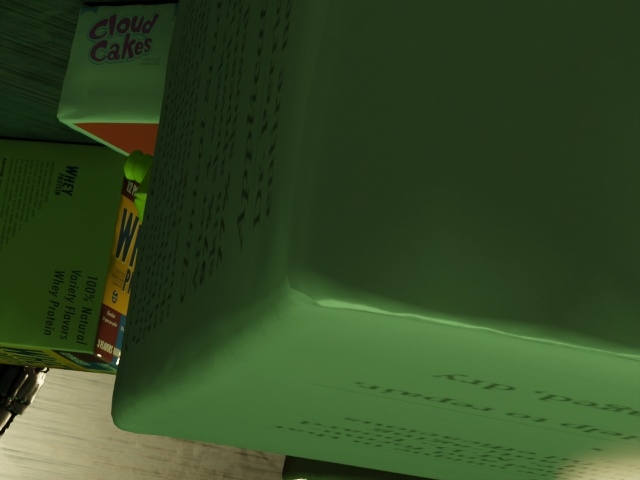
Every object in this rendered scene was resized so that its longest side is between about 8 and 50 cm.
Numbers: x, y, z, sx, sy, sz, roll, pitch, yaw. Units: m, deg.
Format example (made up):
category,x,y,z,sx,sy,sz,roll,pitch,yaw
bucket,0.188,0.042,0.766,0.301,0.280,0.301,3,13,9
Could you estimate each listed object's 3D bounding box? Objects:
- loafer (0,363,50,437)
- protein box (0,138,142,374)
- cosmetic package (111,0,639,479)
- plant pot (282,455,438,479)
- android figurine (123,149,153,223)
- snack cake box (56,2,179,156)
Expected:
category,x,y,z,sx,sy,sz,roll,pitch,yaw
loafer,-0.309,0.078,1.839,0.095,0.303,0.109,-8,142,35
protein box,-0.268,0.017,1.707,0.201,0.200,0.136,5,167,17
cosmetic package,0.128,-0.081,0.606,0.327,0.329,0.393,10,169,-11
plant pot,0.141,0.114,1.683,0.323,0.280,0.323,8,168,2
android figurine,-0.006,0.006,1.111,0.272,0.056,0.248,20,163,31
snack cake box,-0.052,-0.089,1.309,0.152,0.089,0.264,4,168,28
